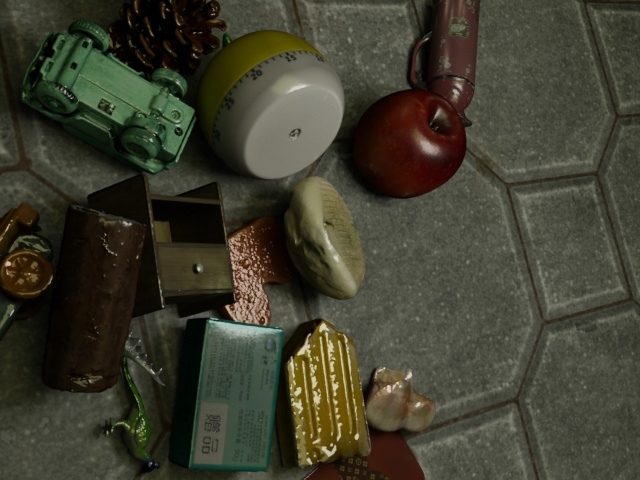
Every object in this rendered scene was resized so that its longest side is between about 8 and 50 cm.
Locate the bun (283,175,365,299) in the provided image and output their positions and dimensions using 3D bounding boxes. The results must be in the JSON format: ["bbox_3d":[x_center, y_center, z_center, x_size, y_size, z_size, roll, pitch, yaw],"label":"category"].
[{"bbox_3d":[0.000,0.000,1.587,0.210,0.116,0.237,-20,94,-72],"label":"bun"}]

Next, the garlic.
[{"bbox_3d":[0.154,0.311,1.642,0.174,0.099,0.124,21,75,-28],"label":"garlic"}]

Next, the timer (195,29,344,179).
[{"bbox_3d":[-0.116,-0.273,1.552,0.285,0.285,0.285,9,73,-30],"label":"timer"}]

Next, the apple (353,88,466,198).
[{"bbox_3d":[0.180,-0.195,1.726,0.218,0.201,0.218,11,69,-30],"label":"apple"}]

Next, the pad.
[{"bbox_3d":[0.081,0.464,1.608,0.267,0.004,0.181,-34,97,-34],"label":"pad"}]

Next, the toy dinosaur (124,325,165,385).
[{"bbox_3d":[-0.333,0.170,1.382,0.209,0.039,0.082,34,55,-3],"label":"toy dinosaur"}]

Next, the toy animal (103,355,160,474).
[{"bbox_3d":[-0.319,0.274,1.383,0.075,0.041,0.217,-10,80,-40],"label":"toy animal"}]

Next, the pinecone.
[{"bbox_3d":[-0.261,-0.371,1.484,0.168,0.212,0.186,40,52,-17],"label":"pinecone"}]

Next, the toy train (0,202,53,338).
[{"bbox_3d":[-0.542,0.097,1.222,0.231,0.163,0.369,33,62,-11],"label":"toy train"}]

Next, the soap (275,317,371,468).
[{"bbox_3d":[-0.005,0.273,1.557,0.160,0.080,0.258,-1,77,-34],"label":"soap"}]

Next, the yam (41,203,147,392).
[{"bbox_3d":[-0.336,0.086,1.272,0.131,0.131,0.280,6,101,-31],"label":"yam"}]

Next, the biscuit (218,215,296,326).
[{"bbox_3d":[-0.120,0.067,1.567,0.192,0.036,0.186,-35,99,-34],"label":"biscuit"}]

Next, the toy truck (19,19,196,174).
[{"bbox_3d":[-0.351,-0.230,1.426,0.278,0.156,0.155,29,63,-22],"label":"toy truck"}]

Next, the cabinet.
[{"bbox_3d":[-0.253,0.016,1.398,0.174,0.148,0.215,2,76,-53],"label":"cabinet"}]

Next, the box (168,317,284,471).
[{"bbox_3d":[-0.157,0.260,1.440,0.153,0.092,0.245,12,79,-29],"label":"box"}]

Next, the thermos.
[{"bbox_3d":[0.282,-0.402,1.901,0.136,0.109,0.330,17,69,-28],"label":"thermos"}]
